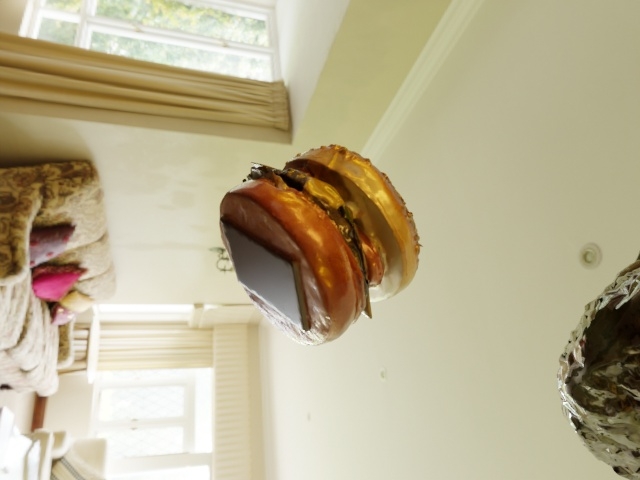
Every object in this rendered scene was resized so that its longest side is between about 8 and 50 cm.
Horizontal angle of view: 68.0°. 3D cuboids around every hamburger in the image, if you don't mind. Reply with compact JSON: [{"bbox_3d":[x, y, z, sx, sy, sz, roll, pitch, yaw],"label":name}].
[{"bbox_3d":[0.000,0.000,0.707,0.291,0.225,0.290,36,-33,28],"label":"hamburger"}]

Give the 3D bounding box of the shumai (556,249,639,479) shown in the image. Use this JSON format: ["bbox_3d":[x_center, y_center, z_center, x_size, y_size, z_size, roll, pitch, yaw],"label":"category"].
[{"bbox_3d":[0.469,0.063,0.496,0.348,0.395,0.395,-61,177,-42],"label":"shumai"}]
